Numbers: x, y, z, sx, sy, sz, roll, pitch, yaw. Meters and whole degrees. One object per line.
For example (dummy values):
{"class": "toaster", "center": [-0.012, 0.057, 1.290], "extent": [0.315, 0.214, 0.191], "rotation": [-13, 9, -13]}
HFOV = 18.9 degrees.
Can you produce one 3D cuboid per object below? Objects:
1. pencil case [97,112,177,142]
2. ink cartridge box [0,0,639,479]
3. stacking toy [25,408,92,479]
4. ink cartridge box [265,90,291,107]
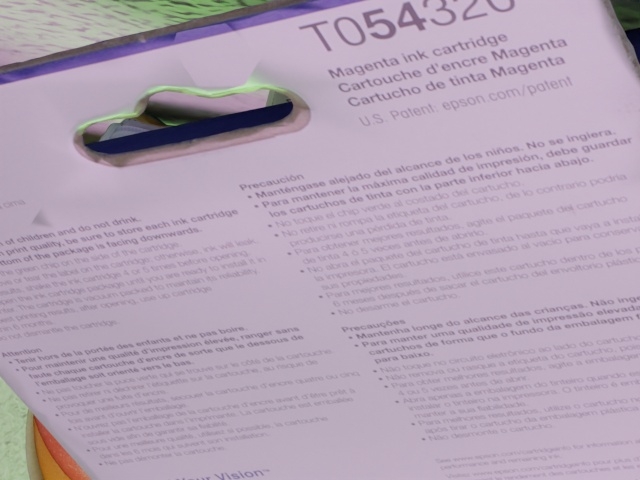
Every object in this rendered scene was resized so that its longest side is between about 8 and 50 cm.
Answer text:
{"class": "pencil case", "center": [0.000, 0.000, 1.081], "extent": [0.273, 0.113, 0.124], "rotation": [9, 152, 22]}
{"class": "ink cartridge box", "center": [0.013, 0.015, 0.754], "extent": [0.324, 0.071, 0.330], "rotation": [-9, 135, 27]}
{"class": "stacking toy", "center": [-0.135, 0.077, 1.629], "extent": [0.350, 0.351, 0.480], "rotation": [10, 155, 15]}
{"class": "ink cartridge box", "center": [0.078, -0.016, 0.875], "extent": [0.218, 0.092, 0.158], "rotation": [14, 174, 0]}
